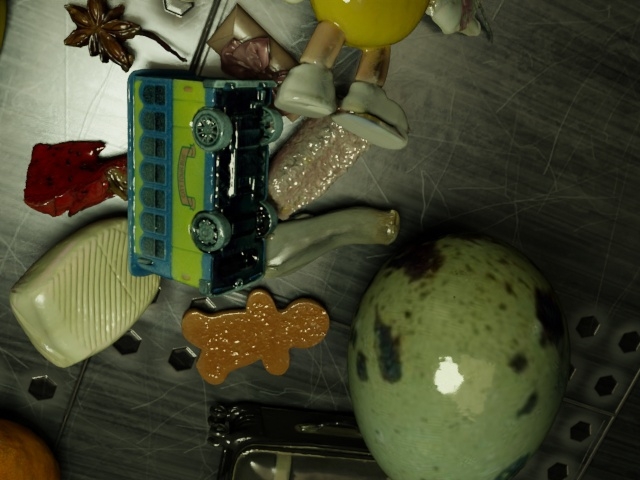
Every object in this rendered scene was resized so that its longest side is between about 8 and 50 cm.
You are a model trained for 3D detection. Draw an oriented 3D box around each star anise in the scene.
[{"bbox_3d":[-0.289,-0.299,1.066,0.191,0.070,0.097,27,100,4],"label":"star anise"}]

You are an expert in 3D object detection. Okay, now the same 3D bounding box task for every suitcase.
[{"bbox_3d":[0.000,0.449,1.288,0.434,0.194,0.283,9,106,-13],"label":"suitcase"}]

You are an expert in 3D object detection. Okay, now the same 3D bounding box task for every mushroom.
[{"bbox_3d":[-0.002,-0.002,1.198,0.278,0.099,0.096,-18,115,-6],"label":"mushroom"}]

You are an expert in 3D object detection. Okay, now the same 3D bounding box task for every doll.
[{"bbox_3d":[0.082,-0.343,1.044,0.423,0.161,0.348,-53,123,-15],"label":"doll"}]

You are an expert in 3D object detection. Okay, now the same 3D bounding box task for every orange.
[{"bbox_3d":[-0.558,0.423,1.151,0.226,0.284,0.283,35,102,22],"label":"orange"}]

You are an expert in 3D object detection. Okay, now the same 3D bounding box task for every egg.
[{"bbox_3d":[0.213,0.198,1.146,0.345,0.345,0.427,7,82,-11],"label":"egg"}]

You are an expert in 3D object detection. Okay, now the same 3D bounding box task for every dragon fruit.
[{"bbox_3d":[-0.359,-0.096,1.139,0.192,0.122,0.092,-16,148,-7],"label":"dragon fruit"}]

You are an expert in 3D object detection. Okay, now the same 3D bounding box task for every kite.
[{"bbox_3d":[0.246,-0.370,1.127,0.139,0.011,0.156,-57,137,-20],"label":"kite"}]

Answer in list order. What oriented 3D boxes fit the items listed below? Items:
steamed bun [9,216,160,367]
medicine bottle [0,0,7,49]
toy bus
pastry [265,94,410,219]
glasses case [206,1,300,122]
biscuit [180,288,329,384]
[{"bbox_3d":[-0.369,0.076,1.109,0.153,0.238,0.170,-8,117,37],"label":"steamed bun"},{"bbox_3d":[-0.634,-0.306,0.935,0.385,0.224,0.224,19,104,-13],"label":"medicine bottle"},{"bbox_3d":[-0.175,-0.089,1.072,0.190,0.152,0.312,11,107,29],"label":"toy bus"},{"bbox_3d":[0.006,-0.146,1.146,0.265,0.103,0.112,-37,126,-2],"label":"pastry"},{"bbox_3d":[-0.090,-0.258,1.113,0.193,0.070,0.102,42,99,-18],"label":"glasses case"},{"bbox_3d":[-0.106,0.161,1.262,0.250,0.036,0.165,-15,110,0],"label":"biscuit"}]
